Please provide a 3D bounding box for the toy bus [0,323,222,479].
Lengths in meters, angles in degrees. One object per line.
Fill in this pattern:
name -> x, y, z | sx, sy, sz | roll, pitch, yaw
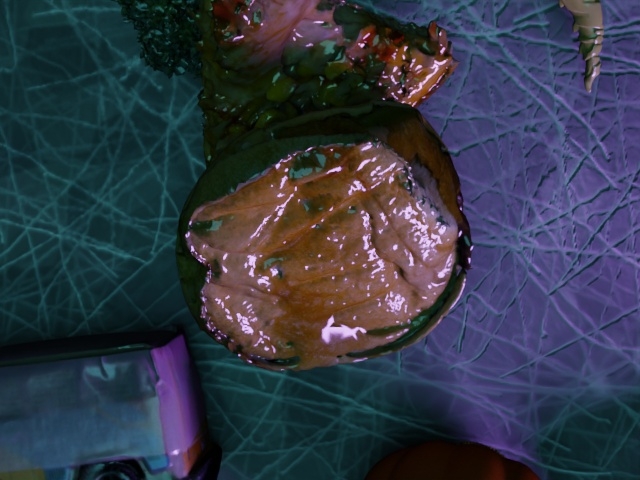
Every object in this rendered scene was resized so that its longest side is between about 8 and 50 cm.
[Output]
toy bus -> -0.302, 0.184, 1.152 | 0.386, 0.171, 0.162 | -9, 88, 5

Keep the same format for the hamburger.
hamburger -> 0.002, -0.001, 1.072 | 0.265, 0.134, 0.285 | -10, 129, -5

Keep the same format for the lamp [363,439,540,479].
lamp -> 0.130, 0.290, 1.122 | 0.223, 0.196, 0.223 | 12, 137, 12

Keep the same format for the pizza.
pizza -> 0.005, -0.157, 1.058 | 0.251, 0.288, 0.074 | -18, 55, -12

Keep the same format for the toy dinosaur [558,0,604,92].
toy dinosaur -> 0.227, -0.268, 1.094 | 0.153, 0.094, 0.259 | 6, 107, 6

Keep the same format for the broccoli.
broccoli -> -0.108, -0.263, 1.078 | 0.219, 0.194, 0.194 | -19, 98, -24
